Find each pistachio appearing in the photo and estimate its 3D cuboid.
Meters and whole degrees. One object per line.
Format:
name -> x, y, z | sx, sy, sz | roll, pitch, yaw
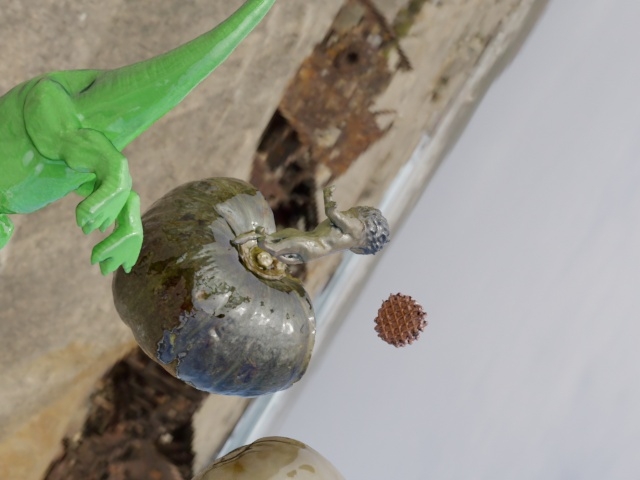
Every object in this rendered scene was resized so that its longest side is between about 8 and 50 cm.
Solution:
pistachio -> -0.020, 0.210, 0.732 | 0.108, 0.185, 0.126 | -36, -146, 13

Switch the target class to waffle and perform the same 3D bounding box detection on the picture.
waffle -> 0.112, 0.113, 1.487 | 0.029, 0.083, 0.075 | 30, 88, -54

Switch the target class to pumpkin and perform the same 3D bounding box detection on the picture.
pumpkin -> -0.176, 0.071, 1.426 | 0.232, 0.325, 0.242 | -2, 143, -36

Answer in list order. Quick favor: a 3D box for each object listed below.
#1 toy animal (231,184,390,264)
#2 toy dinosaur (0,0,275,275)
toy animal -> -0.003, -0.017, 1.221 | 0.069, 0.219, 0.086 | 22, -65, 60
toy dinosaur -> -0.277, -0.166, 1.111 | 0.500, 0.374, 0.144 | -58, 154, -3
